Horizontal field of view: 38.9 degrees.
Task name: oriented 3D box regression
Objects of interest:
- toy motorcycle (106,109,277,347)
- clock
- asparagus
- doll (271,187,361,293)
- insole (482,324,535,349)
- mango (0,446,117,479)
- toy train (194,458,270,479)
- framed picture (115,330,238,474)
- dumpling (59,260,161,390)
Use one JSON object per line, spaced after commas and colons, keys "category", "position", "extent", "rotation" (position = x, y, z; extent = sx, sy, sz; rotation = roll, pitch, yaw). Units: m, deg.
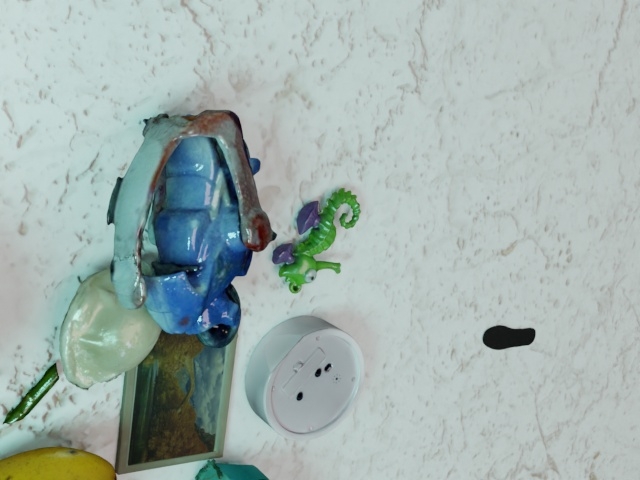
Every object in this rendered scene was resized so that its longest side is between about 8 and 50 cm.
{"category": "toy motorcycle", "position": [-0.189, -0.015, 1.224], "extent": [0.241, 0.182, 0.319], "rotation": [5, 85, -32]}
{"category": "clock", "position": [-0.024, 0.227, 1.493], "extent": [0.197, 0.068, 0.196], "rotation": [-12, 111, -32]}
{"category": "asparagus", "position": [-0.397, 0.216, 1.253], "extent": [0.021, 0.025, 0.108], "rotation": [44, 81, -16]}
{"category": "doll", "position": [0.000, 0.000, 1.446], "extent": [0.115, 0.050, 0.190], "rotation": [35, 82, -34]}
{"category": "insole", "position": [0.376, 0.192, 1.805], "extent": [0.153, 0.002, 0.053], "rotation": [1, 105, -35]}
{"category": "mango", "position": [-0.403, 0.384, 1.203], "extent": [0.290, 0.191, 0.160], "rotation": [-39, 157, -16]}
{"category": "toy train", "position": [-0.139, 0.456, 1.428], "extent": [0.112, 0.163, 0.203], "rotation": [18, 96, -40]}
{"category": "framed picture", "position": [-0.218, 0.232, 1.390], "extent": [0.184, 0.016, 0.250], "rotation": [0, 106, -35]}
{"category": "dumpling", "position": [-0.286, 0.106, 1.244], "extent": [0.199, 0.118, 0.136], "rotation": [-49, 119, -35]}
